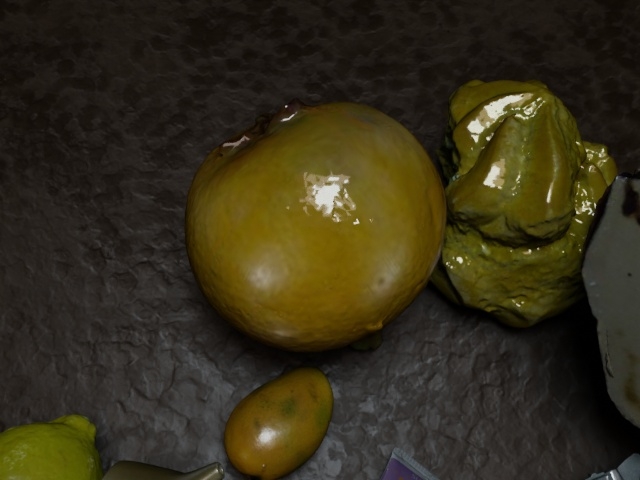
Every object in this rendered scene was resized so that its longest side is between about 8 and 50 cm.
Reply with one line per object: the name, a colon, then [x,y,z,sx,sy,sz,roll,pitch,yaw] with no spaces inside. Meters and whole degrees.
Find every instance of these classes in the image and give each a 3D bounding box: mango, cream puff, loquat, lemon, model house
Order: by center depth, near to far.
lemon: [-0.332,0.302,0.731,0.184,0.184,0.248,33,59,10]
model house: [0.457,0.064,0.799,0.317,0.297,0.282,42,41,19]
mango: [-0.045,0.230,0.836,0.163,0.089,0.111,-27,70,-23]
loquat: [0.000,0.000,0.836,0.328,0.328,0.360,-31,115,-16]
cream puff: [0.286,-0.057,0.892,0.274,0.270,0.324,8,70,-6]

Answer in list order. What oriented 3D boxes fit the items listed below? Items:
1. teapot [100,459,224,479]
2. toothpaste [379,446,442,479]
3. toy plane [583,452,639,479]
teapot: [-0.169,0.362,0.719,0.175,0.185,0.268,14,93,5]
toothpaste: [0.069,0.374,0.757,0.114,0.073,0.299,34,45,12]
toy plane: [0.380,0.408,0.788,0.212,0.088,0.268,-17,69,-11]
